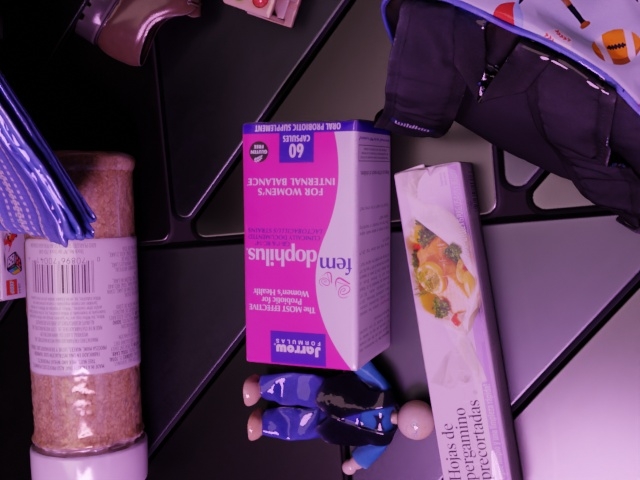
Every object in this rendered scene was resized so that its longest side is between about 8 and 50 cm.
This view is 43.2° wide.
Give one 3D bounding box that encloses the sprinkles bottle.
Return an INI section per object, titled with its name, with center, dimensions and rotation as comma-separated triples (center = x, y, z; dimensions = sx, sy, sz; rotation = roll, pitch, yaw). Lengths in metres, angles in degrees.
[sprinkles bottle]
center = -0.249, 0.085, 0.854
dimensions = 0.121, 0.121, 0.356
rotation = 0, 94, 21

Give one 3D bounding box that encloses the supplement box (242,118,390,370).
[supplement box]
center = 0.000, 0.000, 0.757
dimensions = 0.111, 0.114, 0.220
rotation = 1, 96, 20

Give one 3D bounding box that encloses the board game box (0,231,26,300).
[board game box]
center = -0.492, -0.026, 0.976
dimensions = 0.305, 0.053, 0.193
rotation = 0, 93, 21

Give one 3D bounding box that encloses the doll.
[doll]
center = 0.021, 0.173, 0.797
dimensions = 0.188, 0.046, 0.129
rotation = -1, 101, 18

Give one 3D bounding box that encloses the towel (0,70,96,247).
[towel]
center = -0.371, -0.102, 0.752
dimensions = 0.335, 0.040, 0.243
rotation = 6, 133, 37

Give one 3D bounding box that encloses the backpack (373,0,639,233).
[backpack]
center = 0.174, -0.151, 0.596
dimensions = 0.276, 0.263, 0.213
rotation = 25, 94, 18

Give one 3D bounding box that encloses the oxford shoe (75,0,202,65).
[oxford shoe]
center = -0.146, -0.277, 0.820
dimensions = 0.096, 0.083, 0.227
rotation = 36, 105, -8

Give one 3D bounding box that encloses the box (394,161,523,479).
[box]
center = 0.128, 0.090, 0.739
dimensions = 0.063, 0.067, 0.324
rotation = -9, 92, 22

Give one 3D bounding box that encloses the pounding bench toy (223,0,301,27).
[pounding bench toy]
center = -0.067, -0.249, 0.787
dimensions = 0.083, 0.065, 0.052
rotation = 23, 102, 18

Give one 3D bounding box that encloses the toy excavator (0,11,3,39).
[toy excavator]
center = -0.542, -0.346, 0.823
dimensions = 0.445, 0.222, 0.433
rotation = 39, 88, 13
